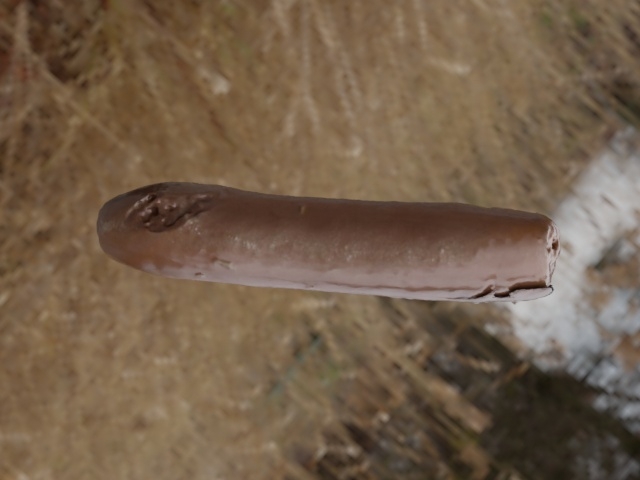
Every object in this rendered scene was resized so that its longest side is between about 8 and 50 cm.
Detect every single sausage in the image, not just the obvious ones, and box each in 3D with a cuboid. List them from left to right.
[{"bbox_3d":[0.000,0.000,0.664,0.043,0.186,0.043,4,90,-80],"label":"sausage"}]
